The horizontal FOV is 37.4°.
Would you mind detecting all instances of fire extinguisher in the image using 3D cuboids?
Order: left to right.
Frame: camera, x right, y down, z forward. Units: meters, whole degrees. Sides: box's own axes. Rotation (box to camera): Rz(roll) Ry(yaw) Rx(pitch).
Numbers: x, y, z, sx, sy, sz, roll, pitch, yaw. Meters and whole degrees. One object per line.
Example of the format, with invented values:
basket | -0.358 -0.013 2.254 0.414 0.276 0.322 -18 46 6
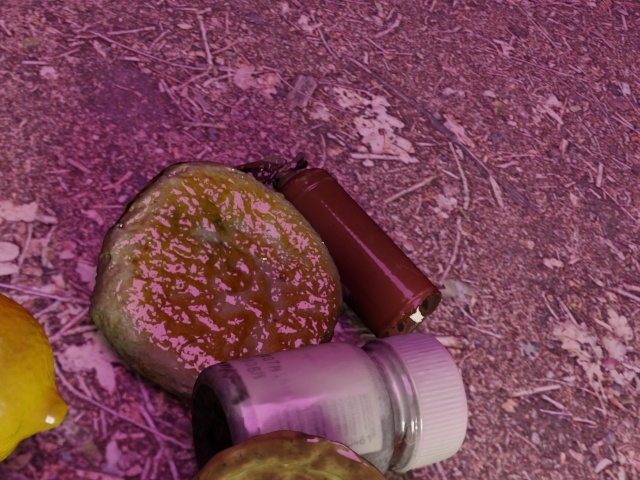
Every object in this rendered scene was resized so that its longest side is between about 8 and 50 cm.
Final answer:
fire extinguisher | 0.000 0.000 1.275 0.147 0.106 0.337 -37 69 -17

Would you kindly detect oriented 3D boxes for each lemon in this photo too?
lemon | -0.362 0.131 0.910 0.244 0.187 0.187 17 45 -5

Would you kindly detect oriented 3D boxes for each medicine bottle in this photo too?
medicine bottle | 0.009 0.194 1.035 0.273 0.165 0.165 -7 54 -27

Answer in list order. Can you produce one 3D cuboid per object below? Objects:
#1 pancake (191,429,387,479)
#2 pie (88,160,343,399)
pancake | -0.030 0.304 0.903 0.250 0.250 0.031 28 7 0
pie | -0.119 0.049 1.153 0.323 0.070 0.323 10 59 -16
